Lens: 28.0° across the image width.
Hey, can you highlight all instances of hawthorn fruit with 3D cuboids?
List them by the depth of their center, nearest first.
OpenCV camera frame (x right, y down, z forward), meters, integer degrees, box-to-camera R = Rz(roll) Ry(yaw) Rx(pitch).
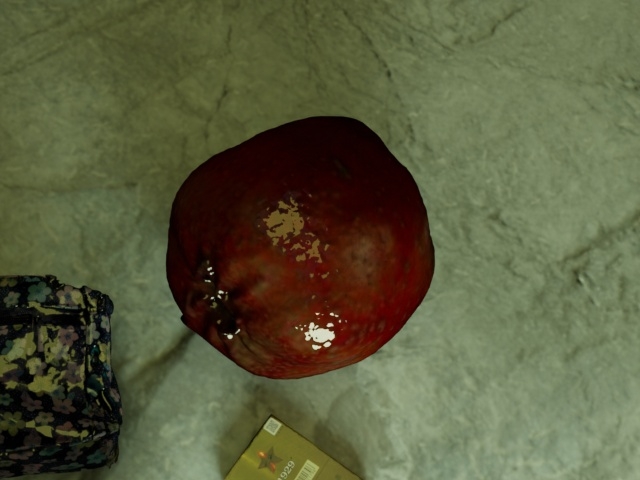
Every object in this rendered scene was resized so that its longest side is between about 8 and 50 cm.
[{"bbox_3d":[0.000,0.000,1.323,0.307,0.265,0.265,-26,79,-36],"label":"hawthorn fruit"}]

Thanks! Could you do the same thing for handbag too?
[{"bbox_3d":[-0.313,0.135,1.296,0.229,0.127,0.207,-9,65,5],"label":"handbag"}]

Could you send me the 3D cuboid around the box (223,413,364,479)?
[{"bbox_3d":[-0.025,0.257,1.357,0.133,0.023,0.090,34,72,3],"label":"box"}]
